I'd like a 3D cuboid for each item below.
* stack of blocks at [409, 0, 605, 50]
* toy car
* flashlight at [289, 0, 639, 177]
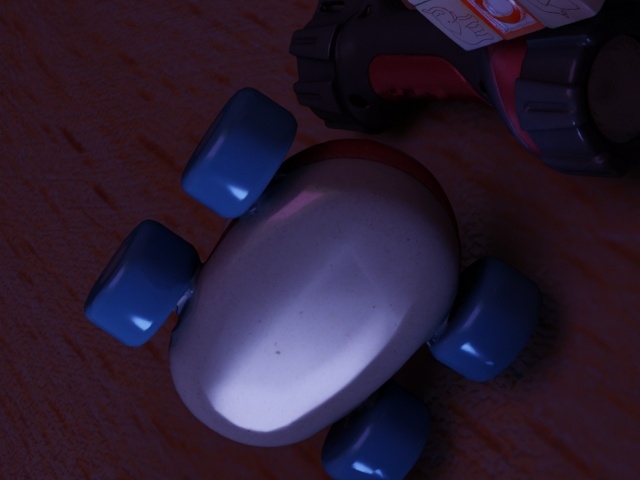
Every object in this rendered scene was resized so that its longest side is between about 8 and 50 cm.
[{"bbox_3d":[0.164,-0.253,0.760,0.297,0.087,0.171,-57,19,-15],"label":"stack of blocks"},{"bbox_3d":[0.000,0.000,0.919,0.210,0.219,0.238,-51,13,24],"label":"toy car"},{"bbox_3d":[0.091,-0.099,0.897,0.103,0.103,0.304,-52,30,-18],"label":"flashlight"}]
